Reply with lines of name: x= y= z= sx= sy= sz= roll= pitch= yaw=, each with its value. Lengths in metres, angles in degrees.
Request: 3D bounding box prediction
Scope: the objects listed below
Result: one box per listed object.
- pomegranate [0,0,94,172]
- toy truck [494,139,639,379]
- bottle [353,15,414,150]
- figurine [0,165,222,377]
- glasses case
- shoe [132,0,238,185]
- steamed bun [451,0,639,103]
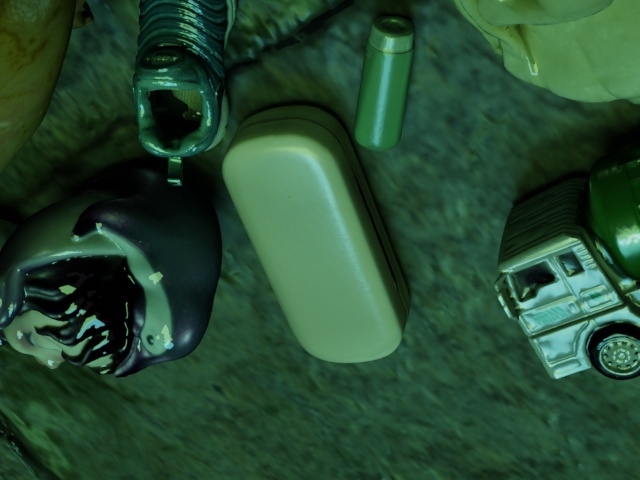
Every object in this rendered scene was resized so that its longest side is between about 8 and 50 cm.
pomegranate: x=-0.242 y=-0.132 z=0.711 sx=0.229 sy=0.270 sz=0.252 roll=45 pitch=128 yaw=30
toy truck: x=0.223 y=-0.009 z=0.765 sx=0.243 sy=0.101 sz=0.125 roll=-24 pitch=114 yaw=28
bottle: x=0.039 y=-0.096 z=0.789 sx=0.030 sy=0.030 sz=0.083 roll=12 pitch=130 yaw=6
figurine: x=-0.162 y=0.022 z=0.893 sx=0.222 sy=0.145 sz=0.145 roll=-1 pitch=129 yaw=30
glasses case: x=0.000 y=0.000 z=0.865 sx=0.083 sy=0.050 sz=0.196 roll=-8 pitch=126 yaw=19
shoe: x=-0.088 y=-0.108 z=0.788 sx=0.064 sy=0.071 sz=0.142 roll=10 pitch=126 yaw=7
steamed bun: x=0.162 y=-0.176 z=0.573 sx=0.289 sy=0.203 sz=0.276 roll=29 pitch=130 yaw=-10
